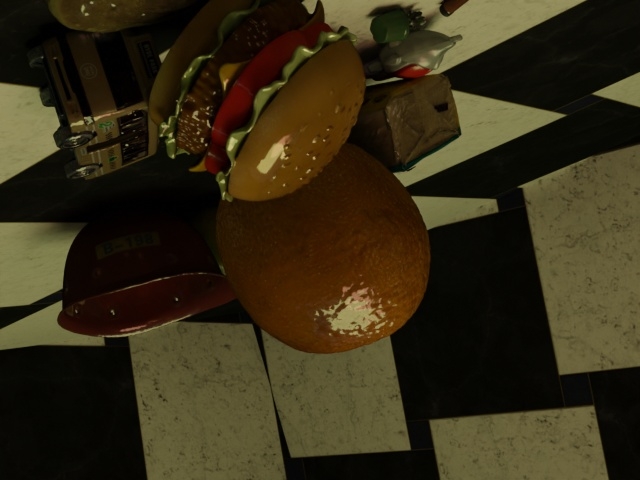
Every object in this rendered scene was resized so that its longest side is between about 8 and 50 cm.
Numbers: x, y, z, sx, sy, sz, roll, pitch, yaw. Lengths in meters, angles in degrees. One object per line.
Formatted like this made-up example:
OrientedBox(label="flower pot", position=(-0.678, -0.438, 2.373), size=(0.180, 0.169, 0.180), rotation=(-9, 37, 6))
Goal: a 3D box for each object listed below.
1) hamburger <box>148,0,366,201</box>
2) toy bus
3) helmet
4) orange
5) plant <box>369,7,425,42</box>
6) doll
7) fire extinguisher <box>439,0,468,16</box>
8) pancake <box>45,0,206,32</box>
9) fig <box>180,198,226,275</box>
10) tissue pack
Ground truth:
OrientedBox(label="hamburger", position=(-0.063, -0.177, 1.377), size=(0.274, 0.212, 0.274), rotation=(-47, 167, -14))
OrientedBox(label="toy bus", position=(-0.295, -0.186, 1.475), size=(0.157, 0.139, 0.289), rotation=(-19, 172, -12))
OrientedBox(label="helmet", position=(-0.380, 0.044, 2.294), size=(0.385, 0.230, 0.337), rotation=(-14, 161, -6))
OrientedBox(label="orange", position=(0.000, 0.000, 1.692), size=(0.322, 0.357, 0.322), rotation=(-31, 179, 0))
OrientedBox(label="plant", position=(0.125, -0.330, 1.649), size=(0.102, 0.051, 0.051), rotation=(-23, 175, -34))
OrientedBox(label="doll", position=(0.137, -0.297, 1.763), size=(0.227, 0.075, 0.102), rotation=(-13, -170, 45))
OrientedBox(label="fire extinguisher", position=(0.214, -0.367, 1.651), size=(0.022, 0.028, 0.083), rotation=(17, 154, -28))
OrientedBox(label="pancake", position=(-0.205, -0.299, 1.256), size=(0.242, 0.050, 0.242), rotation=(-17, 169, -3))
OrientedBox(label="fig", position=(-0.222, 0.017, 2.464), size=(0.203, 0.225, 0.203), rotation=(-2, -171, 0))
OrientedBox(label="tissue pack", position=(0.079, -0.190, 1.854), size=(0.271, 0.134, 0.192), rotation=(-5, -160, 44))
